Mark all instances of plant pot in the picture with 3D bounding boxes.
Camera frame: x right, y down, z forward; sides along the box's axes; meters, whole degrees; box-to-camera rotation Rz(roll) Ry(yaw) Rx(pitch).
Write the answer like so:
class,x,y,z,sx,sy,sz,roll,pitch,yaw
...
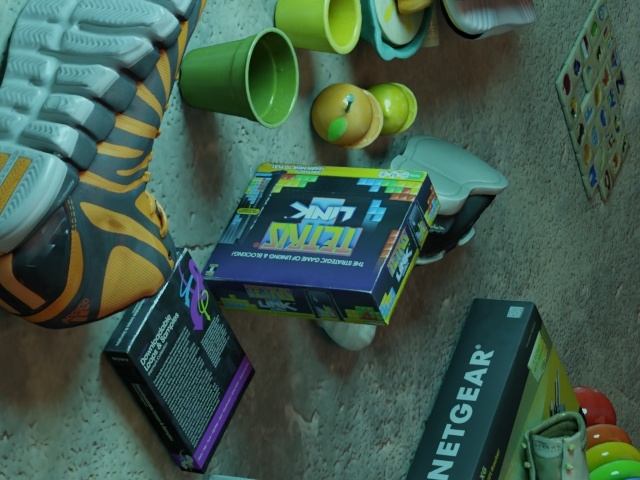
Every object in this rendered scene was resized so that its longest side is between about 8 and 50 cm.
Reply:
class,x,y,z,sx,sy,sz,roll,pitch,yaw
plant pot,-0.073,-0.135,1.377,0.083,0.079,0.083,-6,97,-60

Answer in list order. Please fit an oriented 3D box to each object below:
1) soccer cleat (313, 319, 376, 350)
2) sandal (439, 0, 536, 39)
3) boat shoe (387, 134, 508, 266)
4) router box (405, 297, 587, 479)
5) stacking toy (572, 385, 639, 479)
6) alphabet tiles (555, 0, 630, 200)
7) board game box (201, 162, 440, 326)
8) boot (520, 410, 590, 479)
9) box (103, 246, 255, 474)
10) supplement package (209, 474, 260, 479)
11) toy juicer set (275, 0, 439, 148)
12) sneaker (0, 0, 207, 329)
class,x,y,z,sx,sy,sz,roll,pitch,yaw
soccer cleat,0.025,0.033,1.563,0.068,0.076,0.196,-58,140,-40
sandal,0.152,-0.256,1.702,0.265,0.076,0.102,-27,99,-64
boat shoe,0.112,-0.041,1.691,0.091,0.114,0.302,-64,164,16
router box,0.201,0.259,1.883,0.243,0.081,0.309,60,43,-43
stacking toy,0.363,0.302,2.005,0.330,0.141,0.141,-108,173,-49
alphabet tiles,0.376,-0.181,2.218,0.198,0.009,0.237,-60,141,-39
board game box,0.000,0.000,1.424,0.141,0.170,0.048,-63,144,-36
boot,0.253,0.296,1.818,0.213,0.077,0.165,-38,126,-59
box,-0.115,0.101,1.377,0.116,0.029,0.162,-63,143,-37
supplement package,0.021,0.341,1.484,0.293,0.177,0.175,42,57,-54
toy juicer set,0.082,-0.215,1.627,0.329,0.089,0.209,-51,134,-46
sneaker,-0.157,-0.078,1.221,0.321,0.124,0.180,-59,145,-22
